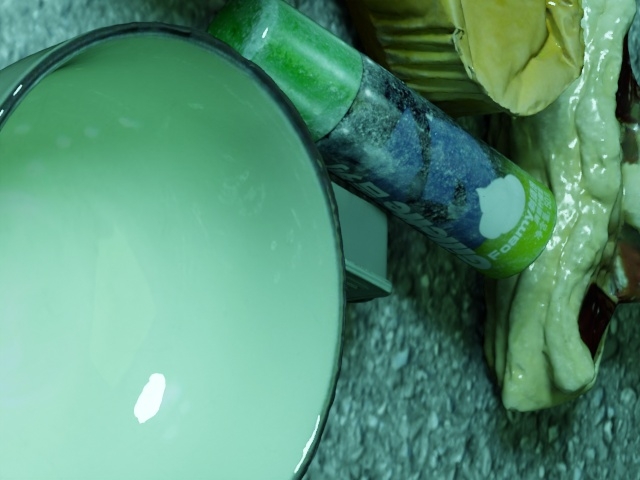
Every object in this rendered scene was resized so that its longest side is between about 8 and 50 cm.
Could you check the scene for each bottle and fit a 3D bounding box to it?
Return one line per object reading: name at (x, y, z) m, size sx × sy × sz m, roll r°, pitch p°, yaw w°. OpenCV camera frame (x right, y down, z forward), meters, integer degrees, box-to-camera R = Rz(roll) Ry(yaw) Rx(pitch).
bottle at (0.049, -0.081, 1.523) m, size 0.330 × 0.093 × 0.093 m, roll 33°, pitch 66°, yaw -32°

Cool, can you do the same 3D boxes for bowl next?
bowl at (-0.161, 0.039, 1.251) m, size 0.354 × 0.185 × 0.354 m, roll -1°, pitch 92°, yaw -49°

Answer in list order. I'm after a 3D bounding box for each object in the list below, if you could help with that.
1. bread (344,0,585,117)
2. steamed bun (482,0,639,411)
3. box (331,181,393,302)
bread at (0.099, -0.235, 1.567) m, size 0.204 × 0.156 × 0.288 m, roll -36°, pitch 113°, yaw -41°
steamed bun at (0.285, -0.045, 1.773) m, size 0.247 × 0.189 × 0.428 m, roll 15°, pitch 79°, yaw -56°
box at (0.000, 0.000, 1.518) m, size 0.122 × 0.084 × 0.069 m, roll 28°, pitch 63°, yaw -47°
